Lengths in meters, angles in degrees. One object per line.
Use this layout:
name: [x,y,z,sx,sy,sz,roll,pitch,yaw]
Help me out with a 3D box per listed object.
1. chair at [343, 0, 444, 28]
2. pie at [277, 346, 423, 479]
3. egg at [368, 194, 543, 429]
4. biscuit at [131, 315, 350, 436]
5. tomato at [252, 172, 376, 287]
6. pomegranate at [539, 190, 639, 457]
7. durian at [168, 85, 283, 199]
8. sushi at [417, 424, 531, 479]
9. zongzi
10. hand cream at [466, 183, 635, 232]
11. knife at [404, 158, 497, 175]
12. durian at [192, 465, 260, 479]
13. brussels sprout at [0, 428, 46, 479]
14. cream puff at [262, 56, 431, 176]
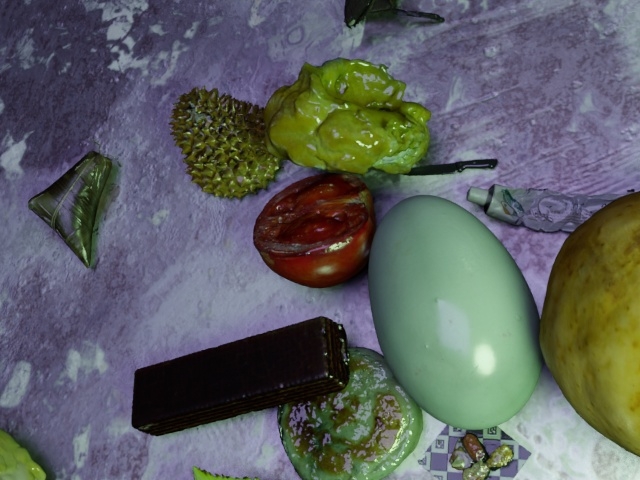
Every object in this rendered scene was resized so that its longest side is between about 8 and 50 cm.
chair: [0.123,-0.478,1.380,0.213,0.149,0.174,0,73,25]
pie: [0.039,0.281,1.183,0.240,0.054,0.241,-8,67,19]
egg: [0.186,0.092,1.098,0.229,0.230,0.371,-23,58,11]
biscuit: [-0.136,0.223,1.224,0.388,0.073,0.107,-18,56,21]
tomato: [0.000,0.000,1.252,0.200,0.140,0.233,-11,32,13]
pomegranate: [0.461,0.128,0.932,0.409,0.410,0.411,-7,69,18]
durian: [-0.184,-0.186,1.394,0.249,0.138,0.183,25,73,20]
sushi: [0.224,0.320,1.114,0.126,0.026,0.120,36,87,27]
zongzi: [-0.446,-0.069,1.481,0.187,0.084,0.184,-44,77,-4]
hand cream: [0.358,-0.051,1.188,0.256,0.050,0.084,8,76,16]
knife: [0.216,-0.123,1.287,0.170,0.010,0.023,-4,64,21]
durian: [-0.029,0.447,1.082,0.355,0.169,0.158,16,75,22]
brussels sprout: [-0.627,0.454,1.245,0.343,0.268,0.344,-5,65,11]
cream puff: [0.047,-0.206,1.238,0.281,0.281,0.185,12,99,23]
